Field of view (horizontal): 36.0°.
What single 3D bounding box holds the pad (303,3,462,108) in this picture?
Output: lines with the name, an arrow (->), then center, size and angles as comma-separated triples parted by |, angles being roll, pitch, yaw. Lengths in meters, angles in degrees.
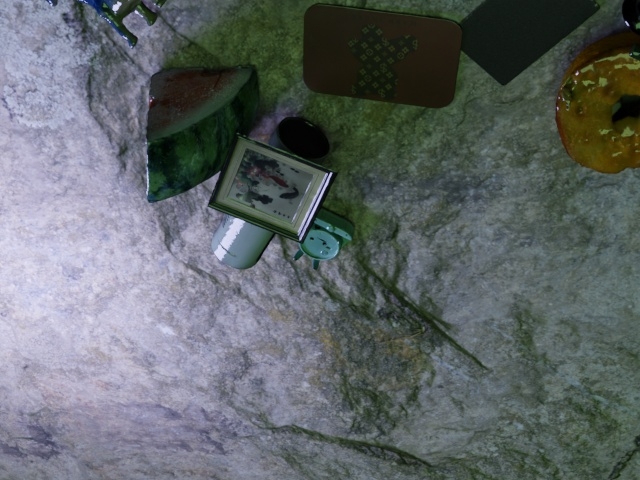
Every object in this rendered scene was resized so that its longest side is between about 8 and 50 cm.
pad -> 0.102, -0.311, 1.674 | 0.267, 0.004, 0.181 | 8, 133, 7

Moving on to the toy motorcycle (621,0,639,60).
toy motorcycle -> 0.575, -0.289, 1.444 | 0.275, 0.205, 0.127 | 26, 154, -4

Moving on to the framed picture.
framed picture -> -0.090, -0.091, 1.772 | 0.195, 0.010, 0.199 | 22, 133, -6

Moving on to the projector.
projector -> -0.101, -0.083, 1.863 | 0.108, 0.108, 0.337 | 25, 133, -11

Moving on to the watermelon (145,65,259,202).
watermelon -> -0.255, -0.201, 1.744 | 0.201, 0.261, 0.213 | 35, 140, 18

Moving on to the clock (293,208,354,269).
clock -> 0.000, 0.000, 1.962 | 0.101, 0.041, 0.135 | 25, 133, -10

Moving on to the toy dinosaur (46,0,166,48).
toy dinosaur -> -0.347, -0.431, 1.627 | 0.188, 0.075, 0.248 | 34, 137, -9

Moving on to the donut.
donut -> 0.499, -0.220, 1.594 | 0.253, 0.118, 0.253 | 6, 130, 7

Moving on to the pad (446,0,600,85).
pad -> 0.324, -0.353, 1.587 | 0.143, 0.003, 0.211 | 36, 129, -20
